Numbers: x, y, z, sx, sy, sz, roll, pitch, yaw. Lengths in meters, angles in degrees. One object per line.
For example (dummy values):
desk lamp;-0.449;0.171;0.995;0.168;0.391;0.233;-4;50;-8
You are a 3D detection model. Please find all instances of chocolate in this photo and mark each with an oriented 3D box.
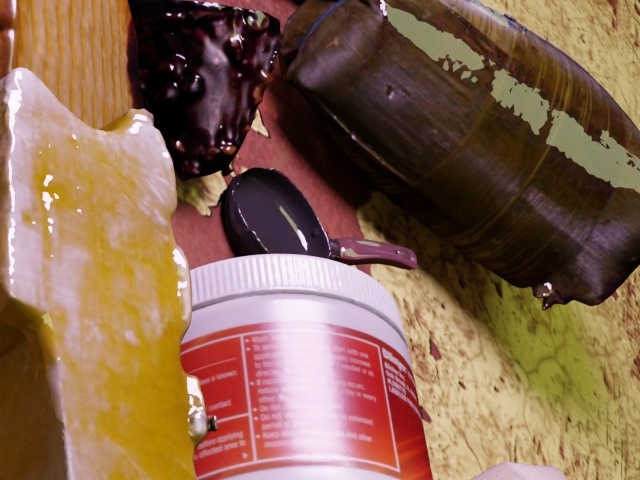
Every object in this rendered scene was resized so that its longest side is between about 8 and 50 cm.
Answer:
chocolate;-0.103;-0.113;1.469;0.156;0.156;0.133;9;83;-55

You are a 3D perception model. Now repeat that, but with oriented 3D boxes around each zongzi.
zongzi;0.120;-0.157;1.823;0.403;0.208;0.432;34;17;-21

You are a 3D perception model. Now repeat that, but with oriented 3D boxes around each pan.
pan;-0.002;0.002;1.578;0.212;0.040;0.115;15;49;-43

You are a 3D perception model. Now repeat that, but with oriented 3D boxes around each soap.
soap;-0.190;0.090;0.941;0.143;0.281;0.259;23;44;-44

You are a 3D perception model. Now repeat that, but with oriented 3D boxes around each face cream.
face cream;-0.031;0.139;1.228;0.201;0.201;0.187;31;38;-41

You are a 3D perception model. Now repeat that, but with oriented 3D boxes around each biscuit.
biscuit;-0.168;-0.081;1.238;0.318;0.040;0.318;-4;90;-82

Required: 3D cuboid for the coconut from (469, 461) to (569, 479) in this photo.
coconut;0.143;0.262;1.448;0.161;0.162;0.161;60;0;1
